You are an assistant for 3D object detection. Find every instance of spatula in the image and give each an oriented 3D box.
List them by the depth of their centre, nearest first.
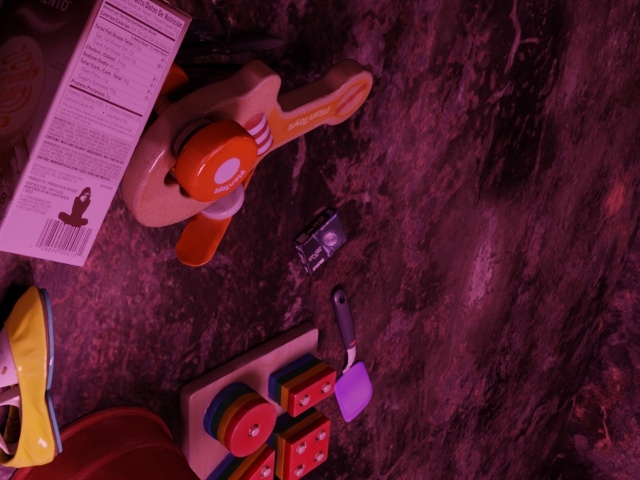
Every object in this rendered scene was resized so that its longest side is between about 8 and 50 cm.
[{"bbox_3d":[0.050,0.194,1.332,0.084,0.030,0.297,-37,137,-31],"label":"spatula"}]

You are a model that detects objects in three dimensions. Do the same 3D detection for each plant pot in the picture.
[{"bbox_3d":[-0.216,0.391,0.943,0.272,0.265,0.273,-29,134,-36],"label":"plant pot"}]

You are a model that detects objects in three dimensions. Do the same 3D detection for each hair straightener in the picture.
[{"bbox_3d":[-0.132,-0.221,0.837,0.230,0.047,0.089,-10,120,-42],"label":"hair straightener"}]

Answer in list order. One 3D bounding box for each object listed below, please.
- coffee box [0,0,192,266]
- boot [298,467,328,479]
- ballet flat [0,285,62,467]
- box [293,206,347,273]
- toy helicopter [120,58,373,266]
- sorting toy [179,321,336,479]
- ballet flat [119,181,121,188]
[{"bbox_3d":[-0.236,-0.121,0.689,0.098,0.141,0.247,19,97,-53],"label":"coffee box"},{"bbox_3d":[-0.168,0.611,1.246,0.445,0.146,0.367,-24,122,-44],"label":"boot"},{"bbox_3d":[-0.325,0.157,0.827,0.077,0.077,0.231,-10,124,-28],"label":"ballet flat"},{"bbox_3d":[0.000,0.000,1.154,0.083,0.018,0.067,-43,140,-23],"label":"box"},{"bbox_3d":[-0.071,-0.112,0.880,0.355,0.140,0.235,-31,155,-36],"label":"toy helicopter"},{"bbox_3d":[-0.086,0.295,1.185,0.255,0.089,0.257,-23,130,-40],"label":"sorting toy"},{"bbox_3d":[-0.219,-0.096,0.807,0.041,0.041,0.114,-49,142,-16],"label":"ballet flat"}]
